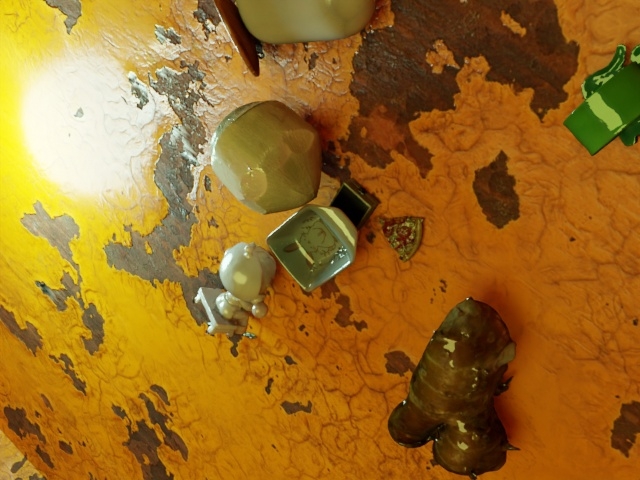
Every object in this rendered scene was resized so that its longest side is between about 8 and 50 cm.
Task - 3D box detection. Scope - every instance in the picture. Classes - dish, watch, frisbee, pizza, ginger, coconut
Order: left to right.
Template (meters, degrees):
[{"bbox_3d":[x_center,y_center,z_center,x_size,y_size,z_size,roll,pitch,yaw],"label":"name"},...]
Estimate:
[{"bbox_3d":[-0.156,-0.411,1.428,0.035,0.192,0.192,-24,94,7],"label":"frisbee"},{"bbox_3d":[-0.098,-0.155,1.455,0.234,0.224,0.224,51,131,11],"label":"coconut"},{"bbox_3d":[0.000,0.000,1.523,0.154,0.064,0.234,52,140,-2],"label":"dish"},{"bbox_3d":[0.161,0.001,1.444,0.100,0.029,0.099,4,112,37],"label":"pizza"},{"bbox_3d":[0.280,0.294,1.386,0.254,0.176,0.418,29,129,20],"label":"ginger"},{"bbox_3d":[0.436,-0.208,1.063,0.131,0.152,0.165,54,133,10],"label":"watch"}]

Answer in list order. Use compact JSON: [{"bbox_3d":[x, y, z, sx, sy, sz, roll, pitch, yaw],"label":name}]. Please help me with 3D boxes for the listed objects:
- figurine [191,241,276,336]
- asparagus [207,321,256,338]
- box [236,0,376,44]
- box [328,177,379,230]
[{"bbox_3d":[-0.190,0.096,1.693,0.145,0.181,0.256,18,122,-19],"label":"figurine"},{"bbox_3d":[-0.225,0.226,1.848,0.166,0.016,0.013,10,81,35],"label":"asparagus"},{"bbox_3d":[-0.048,-0.523,1.285,0.289,0.141,0.348,8,122,39],"label":"box"},{"bbox_3d":[0.067,-0.072,1.479,0.079,0.035,0.083,43,130,15],"label":"box"}]
